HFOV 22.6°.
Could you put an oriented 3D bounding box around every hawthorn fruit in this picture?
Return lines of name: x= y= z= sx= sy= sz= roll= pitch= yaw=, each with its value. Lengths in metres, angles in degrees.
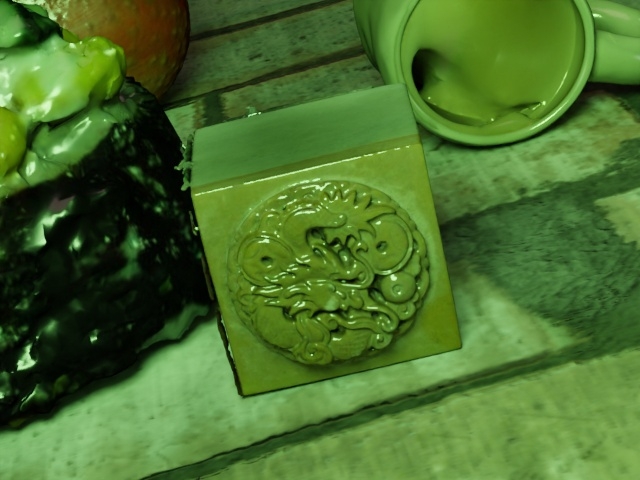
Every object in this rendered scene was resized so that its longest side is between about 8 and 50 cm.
hawthorn fruit: x=-0.288 y=-0.224 z=1.564 sx=0.299 sy=0.275 sz=0.275 roll=-13 pitch=20 yaw=-18

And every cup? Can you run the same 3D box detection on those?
cup: x=0.160 y=-0.194 z=1.320 sx=0.255 sy=0.173 sz=0.202 roll=-16 pitch=23 yaw=-1

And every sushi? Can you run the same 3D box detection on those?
sushi: x=-0.244 y=-0.052 z=1.089 sx=0.328 sy=0.285 sz=0.328 roll=-17 pitch=22 yaw=-9

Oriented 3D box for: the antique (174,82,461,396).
antique: x=0.000 y=0.000 z=0.995 sx=0.152 sy=0.147 sz=0.148 roll=-13 pitch=24 yaw=2
